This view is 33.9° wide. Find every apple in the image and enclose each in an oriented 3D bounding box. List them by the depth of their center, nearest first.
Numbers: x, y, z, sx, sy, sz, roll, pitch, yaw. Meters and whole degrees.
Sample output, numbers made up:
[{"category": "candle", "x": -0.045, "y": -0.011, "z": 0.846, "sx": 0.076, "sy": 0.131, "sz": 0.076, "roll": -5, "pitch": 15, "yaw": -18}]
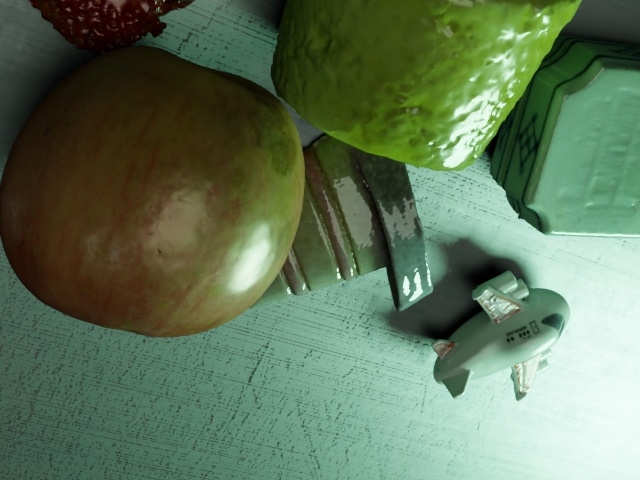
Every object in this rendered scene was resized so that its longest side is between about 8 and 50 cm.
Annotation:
[{"category": "apple", "x": -0.195, "y": -0.067, "z": 1.282, "sx": 0.364, "sy": 0.364, "sz": 0.363, "roll": -8, "pitch": 120, "yaw": -14}]

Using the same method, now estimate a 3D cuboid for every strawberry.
[{"category": "strawberry", "x": -0.277, "y": -0.327, "z": 1.261, "sx": 0.174, "sy": 0.098, "sz": 0.228, "roll": -42, "pitch": 123, "yaw": 6}]

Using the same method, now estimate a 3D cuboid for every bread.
[{"category": "bread", "x": 0.108, "y": -0.273, "z": 1.296, "sx": 0.348, "sy": 0.348, "sz": 0.307, "roll": 12, "pitch": 124, "yaw": -24}]

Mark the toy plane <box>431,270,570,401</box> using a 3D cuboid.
[{"category": "toy plane", "x": 0.295, "y": 0.164, "z": 1.707, "sx": 0.252, "sy": 0.118, "sz": 0.252, "roll": -9, "pitch": 120, "yaw": -16}]

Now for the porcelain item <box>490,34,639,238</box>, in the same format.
[{"category": "porcelain item", "x": 0.410, "y": -0.151, "z": 1.547, "sx": 0.282, "sy": 0.157, "sz": 0.285, "roll": 0, "pitch": 116, "yaw": -20}]

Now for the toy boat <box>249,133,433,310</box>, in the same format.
[{"category": "toy boat", "x": 0.027, "y": -0.019, "z": 1.530, "sx": 0.294, "sy": 0.111, "sz": 0.276, "roll": -1, "pitch": 111, "yaw": -7}]
